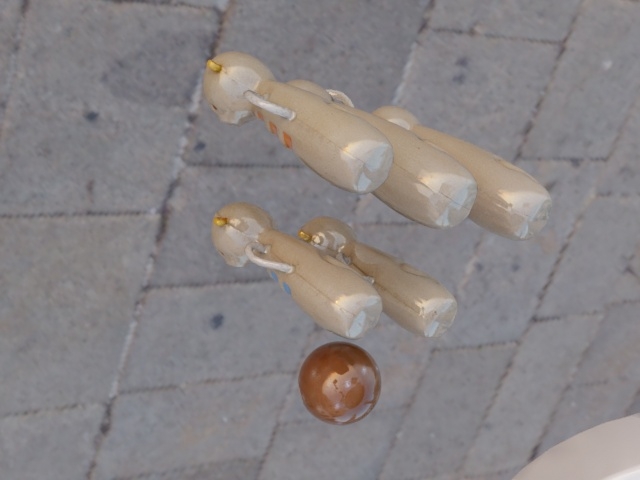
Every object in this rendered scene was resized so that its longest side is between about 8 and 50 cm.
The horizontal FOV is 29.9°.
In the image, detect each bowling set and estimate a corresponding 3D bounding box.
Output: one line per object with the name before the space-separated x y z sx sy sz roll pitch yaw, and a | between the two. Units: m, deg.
bowling set | 0.000 0.000 0.759 0.287 0.154 0.200 16 106 -57

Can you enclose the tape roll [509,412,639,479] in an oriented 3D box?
tape roll | 0.198 0.234 0.610 0.286 0.286 0.100 -50 180 6
